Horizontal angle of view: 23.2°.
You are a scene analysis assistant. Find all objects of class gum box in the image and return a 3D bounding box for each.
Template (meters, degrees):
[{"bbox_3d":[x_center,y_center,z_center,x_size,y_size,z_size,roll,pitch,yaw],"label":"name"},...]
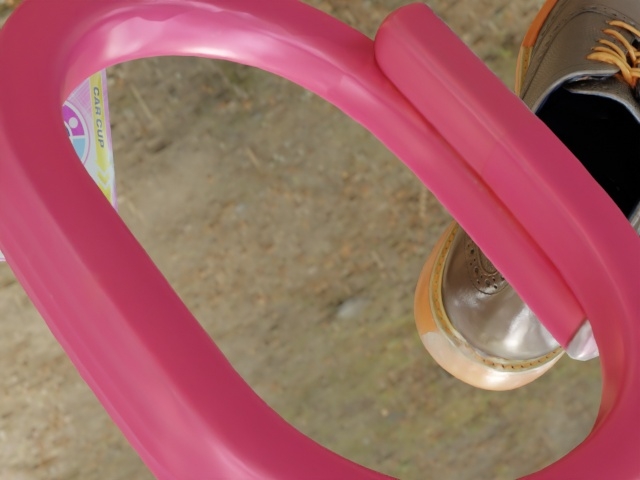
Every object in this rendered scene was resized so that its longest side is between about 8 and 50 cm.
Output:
[{"bbox_3d":[-0.227,-0.072,1.255,0.107,0.188,0.062,-8,-175,-44],"label":"gum box"}]

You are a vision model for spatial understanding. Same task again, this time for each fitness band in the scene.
[{"bbox_3d":[0.000,0.000,0.564,0.209,0.291,0.054,-20,148,-34],"label":"fitness band"}]

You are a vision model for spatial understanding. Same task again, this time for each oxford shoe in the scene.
[{"bbox_3d":[0.180,-0.079,0.945,0.363,0.130,0.133,-64,-178,-27],"label":"oxford shoe"}]
